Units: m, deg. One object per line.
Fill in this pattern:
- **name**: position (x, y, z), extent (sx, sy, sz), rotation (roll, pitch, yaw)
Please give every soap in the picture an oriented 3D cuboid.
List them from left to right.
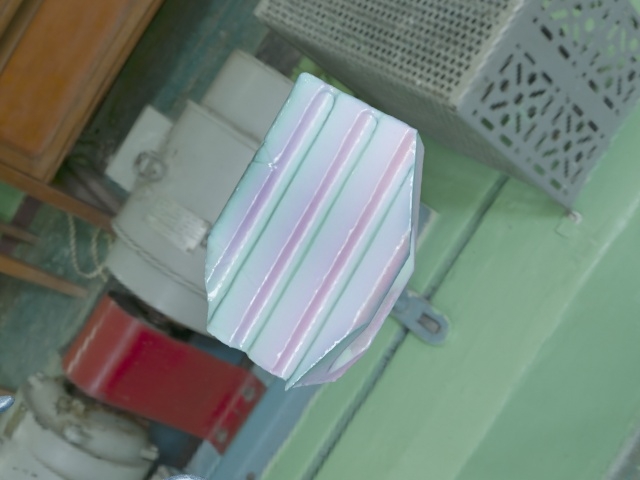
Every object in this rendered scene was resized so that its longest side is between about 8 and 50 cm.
- **soap**: position (0.000, 0.000, 0.502), extent (0.100, 0.056, 0.149), rotation (29, 89, 18)

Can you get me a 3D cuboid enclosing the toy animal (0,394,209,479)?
- **toy animal**: position (-0.161, 0.130, 0.321), extent (0.255, 0.239, 0.176), rotation (-12, 22, 22)
